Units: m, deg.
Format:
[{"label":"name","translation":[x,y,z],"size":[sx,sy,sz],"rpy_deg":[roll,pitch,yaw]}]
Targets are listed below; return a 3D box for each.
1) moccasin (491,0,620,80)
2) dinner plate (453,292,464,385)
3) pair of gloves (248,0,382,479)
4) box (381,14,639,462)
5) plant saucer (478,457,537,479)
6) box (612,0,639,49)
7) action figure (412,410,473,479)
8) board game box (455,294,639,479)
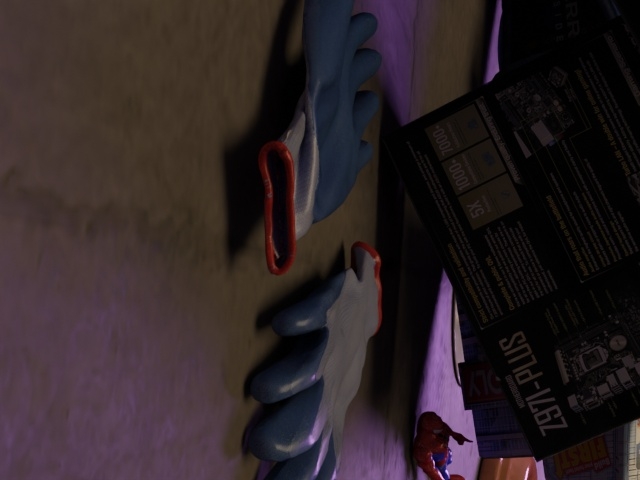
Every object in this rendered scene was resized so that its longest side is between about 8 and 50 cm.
[{"label":"moccasin","translation":[0.164,-0.103,0.961],"size":[0.117,0.138,0.342],"rpy_deg":[33,43,-54]},{"label":"dinner plate","translation":[0.115,0.036,0.982],"size":[0.141,0.017,0.141],"rpy_deg":[3,90,-73]},{"label":"pair of gloves","translation":[0.000,0.000,0.537],"size":[0.159,0.023,0.198],"rpy_deg":[-61,152,-62]},{"label":"box","translation":[0.139,-0.003,0.682],"size":[0.180,0.147,0.077],"rpy_deg":[64,14,6]},{"label":"plant saucer","translation":[0.157,0.261,1.150],"size":[0.200,0.037,0.200],"rpy_deg":[4,90,-75]},{"label":"box","translation":[0.206,-0.266,0.624],"size":[0.296,0.183,0.294],"rpy_deg":[58,42,-14]},{"label":"action figure","translation":[0.075,0.134,0.834],"size":[0.115,0.030,0.038],"rpy_deg":[67,34,-54]},{"label":"board game box","translation":[0.146,0.075,0.798],"size":[0.060,0.194,0.194],"rpy_deg":[-1,80,-33]}]
